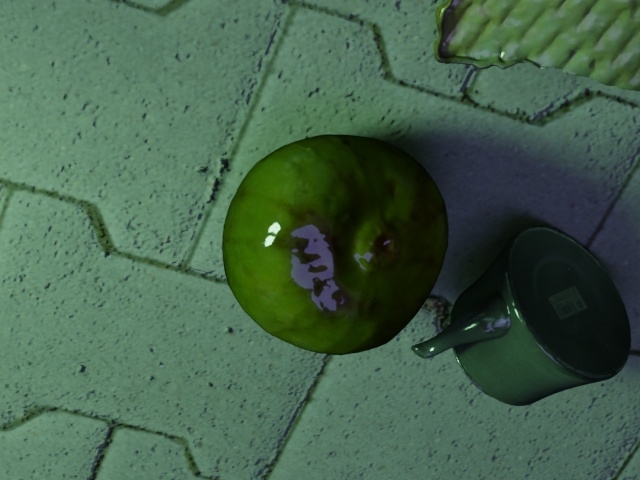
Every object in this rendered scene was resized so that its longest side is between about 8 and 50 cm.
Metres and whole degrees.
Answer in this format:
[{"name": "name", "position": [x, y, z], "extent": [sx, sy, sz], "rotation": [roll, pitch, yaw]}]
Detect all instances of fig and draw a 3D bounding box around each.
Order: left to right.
[{"name": "fig", "position": [0.000, 0.000, 1.673], "extent": [0.203, 0.203, 0.225], "rotation": [28, 167, -23]}]

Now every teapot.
[{"name": "teapot", "position": [0.200, 0.093, 1.772], "extent": [0.239, 0.162, 0.149], "rotation": [2, 149, -43]}]

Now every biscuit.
[{"name": "biscuit", "position": [0.244, -0.212, 1.566], "extent": [0.273, 0.036, 0.187], "rotation": [10, 131, -9]}]
